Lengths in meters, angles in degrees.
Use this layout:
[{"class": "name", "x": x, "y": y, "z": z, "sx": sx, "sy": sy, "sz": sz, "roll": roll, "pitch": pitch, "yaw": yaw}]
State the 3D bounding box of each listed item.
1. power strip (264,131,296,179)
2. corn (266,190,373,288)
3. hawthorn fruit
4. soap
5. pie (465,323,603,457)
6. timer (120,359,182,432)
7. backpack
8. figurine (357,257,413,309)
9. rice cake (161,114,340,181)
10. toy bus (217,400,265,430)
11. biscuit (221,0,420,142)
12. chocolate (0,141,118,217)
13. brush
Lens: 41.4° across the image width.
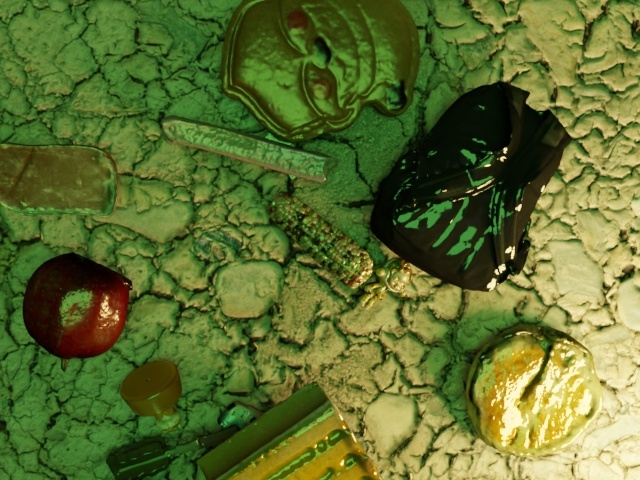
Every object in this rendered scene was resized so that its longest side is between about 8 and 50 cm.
[{"class": "power strip", "x": -0.079, "y": -0.201, "z": 1.900, "sx": 0.051, "sy": 0.019, "sz": 0.136, "roll": -34, "pitch": 97, "yaw": -2}, {"class": "corn", "x": 0.000, "y": 0.000, "z": 1.893, "sx": 0.280, "sy": 0.092, "sz": 0.092, "roll": 39, "pitch": 88, "yaw": -3}, {"class": "hawthorn fruit", "x": -0.517, "y": 0.152, "z": 1.779, "sx": 0.215, "sy": 0.215, "sz": 0.250, "roll": 11, "pitch": 99, "yaw": -8}, {"class": "soap", "x": -0.062, "y": 0.510, "z": 1.838, "sx": 0.335, "sy": 0.156, "sz": 0.293, "roll": -35, "pitch": 117, "yaw": -4}, {"class": "pie", "x": 0.496, "y": 0.351, "z": 1.983, "sx": 0.338, "sy": 0.077, "sz": 0.339, "roll": -1, "pitch": 94, "yaw": -11}, {"class": "timer", "x": -0.350, "y": 0.361, "z": 1.859, "sx": 0.132, "sy": 0.132, "sz": 0.152, "roll": -22, "pitch": 119, "yaw": -6}, {"class": "backpack", "x": 0.340, "y": -0.127, "z": 1.852, "sx": 0.363, "sy": 0.255, "sz": 0.446, "roll": 31, "pitch": 86, "yaw": -15}, {"class": "figurine", "x": 0.151, "y": 0.100, "z": 1.930, "sx": 0.101, "sy": 0.068, "sz": 0.143, "roll": 15, "pitch": 113, "yaw": -30}, {"class": "rice cake", "x": -0.156, "y": -0.199, "z": 1.851, "sx": 0.398, "sy": 0.070, "sz": 0.064, "roll": 15, "pitch": 100, "yaw": -3}, {"class": "toy bus", "x": -0.163, "y": 0.410, "z": 1.903, "sx": 0.122, "sy": 0.060, "sz": 0.075, "roll": 31, "pitch": 85, "yaw": -10}, {"class": "biscuit", "x": -0.003, "y": -0.408, "z": 1.870, "sx": 0.455, "sy": 0.078, "sz": 0.350, "roll": -17, "pitch": 88, "yaw": -7}, {"class": "chocolate", "x": -0.557, "y": -0.135, "z": 1.810, "sx": 0.253, "sy": 0.080, "sz": 0.157, "roll": 2, "pitch": 108, "yaw": -6}, {"class": "brush", "x": -0.321, "y": 0.461, "z": 1.868, "sx": 0.300, "sy": 0.071, "sz": 0.084, "roll": -20, "pitch": 102, "yaw": 4}]
